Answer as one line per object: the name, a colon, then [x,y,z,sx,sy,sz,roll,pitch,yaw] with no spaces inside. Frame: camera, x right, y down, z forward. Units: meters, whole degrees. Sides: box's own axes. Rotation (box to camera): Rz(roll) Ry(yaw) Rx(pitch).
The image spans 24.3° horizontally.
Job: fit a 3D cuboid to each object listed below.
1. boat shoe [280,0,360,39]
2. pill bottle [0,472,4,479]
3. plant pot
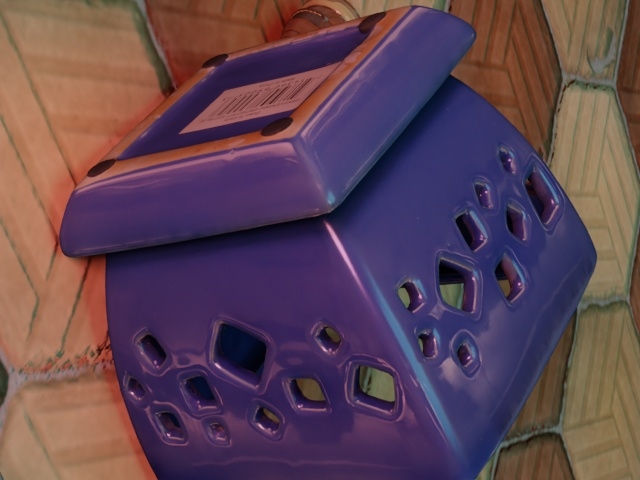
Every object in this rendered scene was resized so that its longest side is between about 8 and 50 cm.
boat shoe: [0.018,-0.088,1.078,0.060,0.064,0.178,-43,116,-43]
pill bottle: [-0.223,0.234,0.572,0.181,0.181,0.323,16,73,-55]
plant pot: [0.000,0.000,0.894,0.236,0.236,0.212,-49,122,-45]
